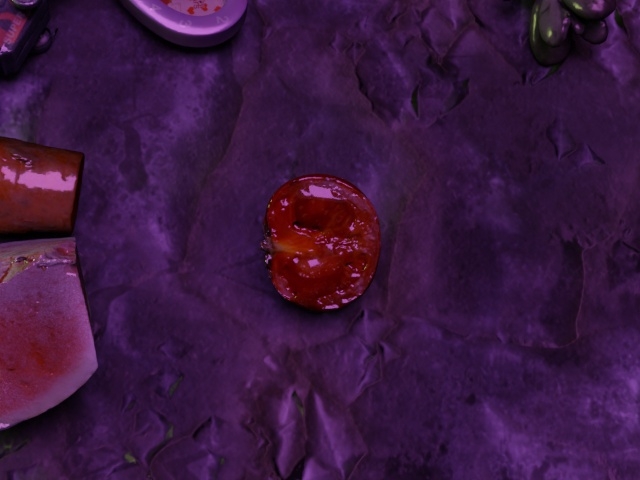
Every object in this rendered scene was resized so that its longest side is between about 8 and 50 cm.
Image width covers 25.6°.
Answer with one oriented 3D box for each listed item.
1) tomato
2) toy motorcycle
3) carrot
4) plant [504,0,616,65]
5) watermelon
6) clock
[{"bbox_3d":[0.000,0.000,1.636,0.139,0.091,0.159,-5,96,1],"label":"tomato"},{"bbox_3d":[-0.415,-0.272,1.684,0.173,0.108,0.307,20,65,7],"label":"toy motorcycle"},{"bbox_3d":[-0.423,-0.063,1.585,0.302,0.138,0.138,10,67,-11],"label":"carrot"},{"bbox_3d":[0.288,-0.366,1.787,0.149,0.146,0.274,-10,70,-14],"label":"plant"},{"bbox_3d":[-0.399,0.089,1.498,0.305,0.180,0.224,-11,55,-10],"label":"watermelon"},{"bbox_3d":[-0.181,-0.328,1.756,0.172,0.064,0.198,-5,69,-9],"label":"clock"}]
